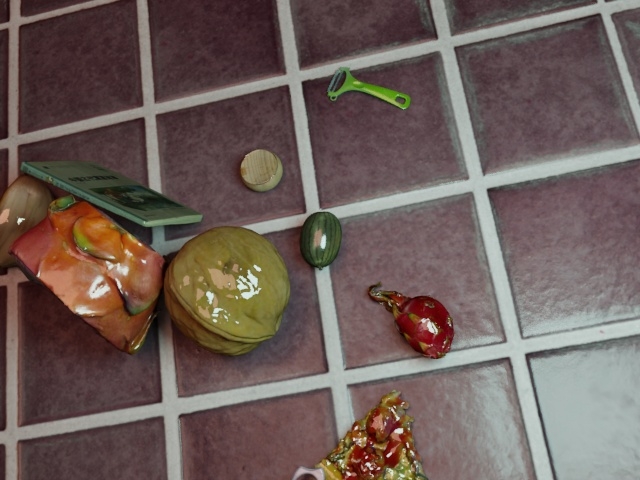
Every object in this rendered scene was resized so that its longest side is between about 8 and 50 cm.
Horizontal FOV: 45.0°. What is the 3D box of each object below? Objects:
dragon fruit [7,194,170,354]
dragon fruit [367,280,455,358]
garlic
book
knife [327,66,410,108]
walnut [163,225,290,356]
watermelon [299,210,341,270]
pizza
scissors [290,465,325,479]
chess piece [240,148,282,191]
[{"bbox_3d":[-0.391,0.043,1.365,0.291,0.290,0.189,33,75,20],"label":"dragon fruit"},{"bbox_3d":[0.157,0.122,1.327,0.094,0.094,0.190,-43,57,-5],"label":"dragon fruit"},{"bbox_3d":[-0.581,-0.046,1.531,0.115,0.128,0.206,18,67,-7],"label":"garlic"},{"bbox_3d":[-0.385,-0.089,1.450,0.283,0.215,0.025,24,102,16],"label":"book"},{"bbox_3d":[0.096,-0.290,1.514,0.166,0.022,0.078,20,82,18],"label":"knife"},{"bbox_3d":[-0.158,0.088,1.342,0.228,0.228,0.227,-4,71,10],"label":"walnut"},{"bbox_3d":[0.000,0.000,1.402,0.078,0.078,0.110,7,75,14],"label":"watermelon"},{"bbox_3d":[0.092,0.339,1.279,0.201,0.053,0.193,3,72,13],"label":"pizza"},{"bbox_3d":[-0.053,0.468,1.270,0.212,0.021,0.110,-46,76,5],"label":"scissors"},{"bbox_3d":[-0.114,-0.135,1.494,0.084,0.038,0.083,-3,73,11],"label":"chess piece"}]
